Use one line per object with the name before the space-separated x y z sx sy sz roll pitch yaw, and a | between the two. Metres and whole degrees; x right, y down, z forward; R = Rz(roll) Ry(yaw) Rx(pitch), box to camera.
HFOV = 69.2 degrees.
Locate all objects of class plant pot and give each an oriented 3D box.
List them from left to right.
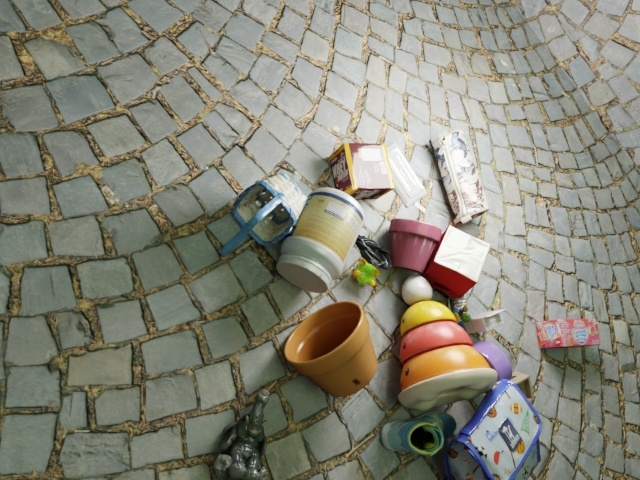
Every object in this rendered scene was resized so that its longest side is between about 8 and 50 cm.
plant pot | 0.054 0.369 1.520 0.291 0.291 0.203 -41 112 -29
plant pot | 0.356 0.024 1.812 0.201 0.201 0.180 15 85 -22

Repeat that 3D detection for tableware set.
tableware set | 0.514 0.285 1.847 0.154 0.024 0.104 -8 75 12

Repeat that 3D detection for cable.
cable | 0.198 0.033 1.763 0.150 0.047 0.184 -2 44 -50

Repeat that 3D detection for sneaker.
sneaker | 0.394 0.676 1.619 0.319 0.208 0.127 -3 75 -27
sneaker | 0.557 0.252 1.909 0.081 0.080 0.211 27 64 9

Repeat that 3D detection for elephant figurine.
elephant figurine | -0.219 0.598 1.383 0.239 0.186 0.169 -84 153 -46

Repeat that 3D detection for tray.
tray | 0.348 -0.287 1.979 0.145 0.030 0.270 -34 92 -31

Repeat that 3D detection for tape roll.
tape roll | 0.640 0.492 1.804 0.080 0.189 0.189 -23 86 -29

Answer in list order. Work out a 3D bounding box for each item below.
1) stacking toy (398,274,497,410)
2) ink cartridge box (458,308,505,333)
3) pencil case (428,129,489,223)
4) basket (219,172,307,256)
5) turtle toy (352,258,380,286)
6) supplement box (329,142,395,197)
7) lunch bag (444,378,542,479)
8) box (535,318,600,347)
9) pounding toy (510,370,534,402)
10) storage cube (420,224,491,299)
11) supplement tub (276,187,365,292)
stacking toy | 0.405 0.351 1.719 0.350 0.350 0.480 4 55 -25
ink cartridge box | 0.654 0.328 1.863 0.104 0.180 0.060 -15 82 -28
pencil case | 0.604 -0.274 2.023 0.183 0.160 0.410 -6 78 -44
basket | -0.198 -0.077 1.531 0.201 0.255 0.289 45 43 -10
turtle toy | 0.171 0.113 1.754 0.095 0.066 0.130 36 62 -15
supplement box | 0.161 -0.268 1.824 0.194 0.129 0.191 -5 78 -27
lunch bag | 0.605 0.723 1.621 0.328 0.239 0.385 -34 120 -32
box | 1.115 0.420 2.093 0.256 0.128 0.123 4 73 -26
pounding toy | 0.778 0.608 1.903 0.141 0.100 0.130 -16 97 -26
storage cube | 0.529 0.087 1.836 0.183 0.193 0.215 27 64 7
supplement tub | 0.000 0.000 1.610 0.228 0.228 0.316 34 63 -14
